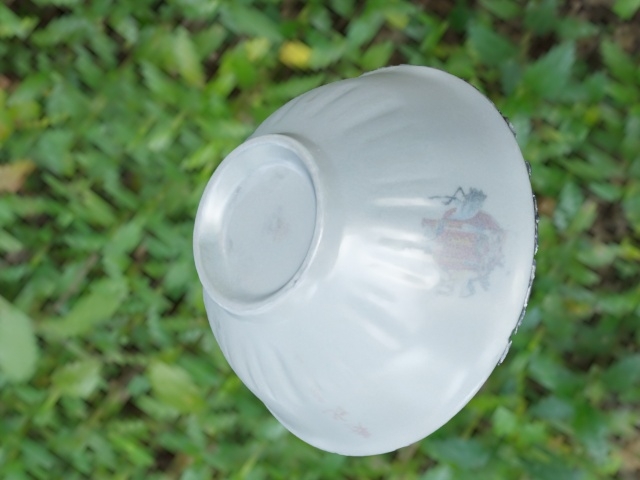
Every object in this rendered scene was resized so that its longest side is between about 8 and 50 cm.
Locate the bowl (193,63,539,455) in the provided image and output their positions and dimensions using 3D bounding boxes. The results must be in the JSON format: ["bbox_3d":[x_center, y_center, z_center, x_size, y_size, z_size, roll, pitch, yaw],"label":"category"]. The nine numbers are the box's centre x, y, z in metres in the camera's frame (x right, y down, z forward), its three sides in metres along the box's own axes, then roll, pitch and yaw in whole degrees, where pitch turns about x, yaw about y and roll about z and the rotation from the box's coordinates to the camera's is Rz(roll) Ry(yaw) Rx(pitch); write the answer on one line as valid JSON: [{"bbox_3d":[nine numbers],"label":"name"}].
[{"bbox_3d":[0.000,0.000,0.882,0.189,0.189,0.086,6,174,44],"label":"bowl"}]
